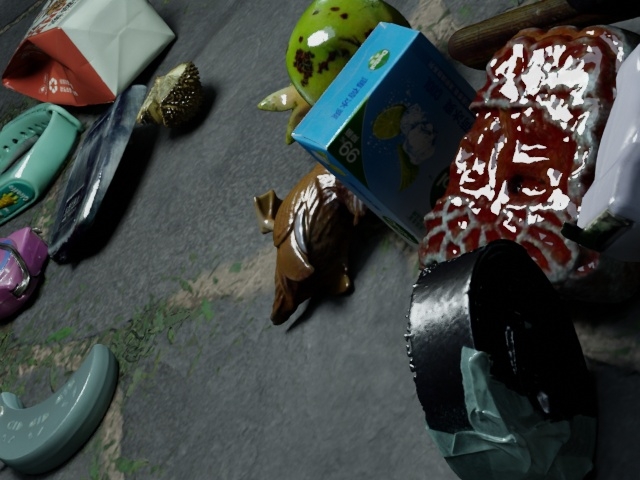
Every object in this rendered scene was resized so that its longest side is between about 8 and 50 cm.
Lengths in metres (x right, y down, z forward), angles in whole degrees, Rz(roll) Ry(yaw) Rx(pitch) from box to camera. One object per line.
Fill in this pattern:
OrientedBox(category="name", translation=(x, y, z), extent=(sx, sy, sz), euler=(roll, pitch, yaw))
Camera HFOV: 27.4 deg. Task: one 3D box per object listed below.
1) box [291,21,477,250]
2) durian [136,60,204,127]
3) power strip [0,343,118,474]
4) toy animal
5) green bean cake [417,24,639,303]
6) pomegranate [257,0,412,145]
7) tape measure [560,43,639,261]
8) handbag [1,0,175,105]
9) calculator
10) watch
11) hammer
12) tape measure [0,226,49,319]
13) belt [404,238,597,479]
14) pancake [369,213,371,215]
OrientedBox(category="box", translation=(0.090, -0.089, 1.229), extent=(0.139, 0.194, 0.073), euler=(-53, 33, -5))
OrientedBox(category="durian", translation=(-0.201, -0.191, 1.797), extent=(0.110, 0.071, 0.140), euler=(-39, 24, 3))
OrientedBox(category="power strip", translation=(-0.332, 0.213, 1.558), extent=(0.216, 0.044, 0.137), euler=(-28, 38, 28))
OrientedBox(category="toy animal", translation=(0.000, 0.000, 1.342), extent=(0.179, 0.089, 0.188), euler=(2, 76, 60))
OrientedBox(category="green bean cake", translation=(0.192, -0.065, 1.110), extent=(0.198, 0.097, 0.233), euler=(12, 90, 51))
OrientedBox(category="pomegranate", translation=(0.021, -0.177, 1.454), extent=(0.220, 0.156, 0.156), euler=(-49, 28, 34))
OrientedBox(category="tape measure", translation=(0.288, -0.049, 0.981), extent=(0.196, 0.178, 0.105), euler=(-64, 2, -28))
OrientedBox(category="handbag", translation=(-0.388, -0.306, 2.038), extent=(0.298, 0.151, 0.171), euler=(0, 44, 49))
OrientedBox(category="calculator", translation=(-0.315, -0.088, 1.825), extent=(0.177, 0.040, 0.268), euler=(-33, 38, 55))
OrientedBox(category="watch", translation=(-0.470, -0.123, 2.056), extent=(0.237, 0.068, 0.195), euler=(-30, 35, 33))
OrientedBox(category="hammer", translation=(0.250, -0.211, 1.210), extent=(0.409, 0.242, 0.095), euler=(166, 103, -65))
OrientedBox(category="tape measure", translation=(-0.440, 0.050, 1.830), extent=(0.125, 0.074, 0.118), euler=(-19, 41, 31))
OrientedBox(category="belt", translation=(0.140, 0.102, 0.999), extent=(0.078, 0.151, 0.198), euler=(-24, 78, 37))
OrientedBox(category="pancake", translation=(0.063, -0.072, 1.406), extent=(0.116, 0.022, 0.129), euler=(-36, 30, 19))
